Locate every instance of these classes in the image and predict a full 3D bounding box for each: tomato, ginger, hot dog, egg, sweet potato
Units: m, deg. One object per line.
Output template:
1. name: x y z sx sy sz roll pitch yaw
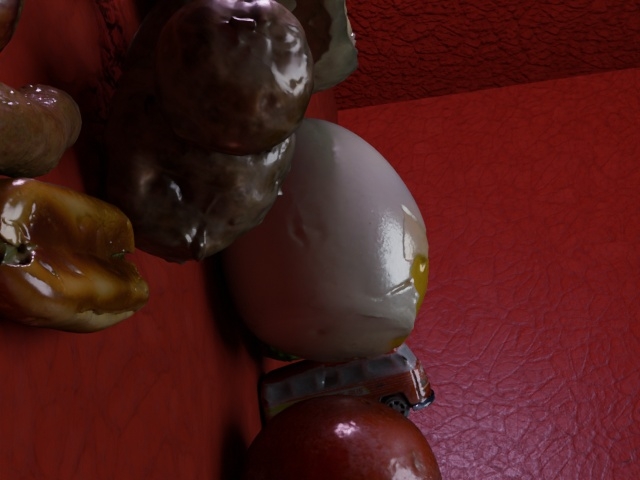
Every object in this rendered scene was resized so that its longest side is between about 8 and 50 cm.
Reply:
1. tomato: 0.019 0.323 1.183 0.265 0.265 0.264 -7 90 -84
2. ginger: -0.106 -0.137 0.880 0.375 0.176 0.256 -107 -144 -63
3. hot dog: -0.178 0.016 0.635 0.249 0.068 0.100 44 29 -83
4. egg: 0.000 0.000 1.281 0.283 0.283 0.344 52 23 -78
5. sweet potato: -0.201 -0.064 0.533 0.059 0.067 0.281 -54 179 9

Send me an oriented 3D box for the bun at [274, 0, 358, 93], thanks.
1. bun: -0.097 -0.335 1.128 0.364 0.202 0.364 -22 90 -86

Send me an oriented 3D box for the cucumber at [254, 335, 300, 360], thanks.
1. cucumber: -0.045 0.130 1.455 0.244 0.134 0.134 -21 104 -72

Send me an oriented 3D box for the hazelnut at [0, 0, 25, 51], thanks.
1. hazelnut: -0.208 -0.142 0.528 0.086 0.086 0.086 -7 90 -84

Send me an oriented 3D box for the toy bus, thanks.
1. toy bus: 0.037 0.232 1.450 0.121 0.265 0.119 -36 111 -83
